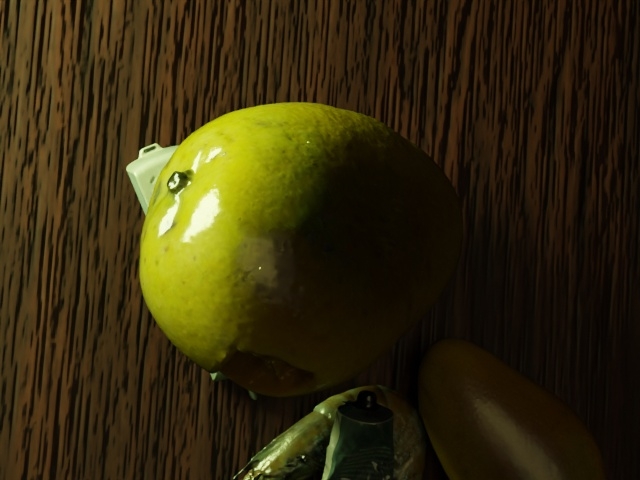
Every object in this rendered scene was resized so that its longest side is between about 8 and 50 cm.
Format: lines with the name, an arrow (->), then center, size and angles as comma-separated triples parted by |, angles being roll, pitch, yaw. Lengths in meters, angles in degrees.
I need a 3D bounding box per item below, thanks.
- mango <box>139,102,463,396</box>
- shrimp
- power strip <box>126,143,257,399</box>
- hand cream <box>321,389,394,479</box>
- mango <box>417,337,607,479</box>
mango -> 0.000, 0.000, 1.495 | 0.365, 0.182, 0.252 | -12, 84, -44
shrimp -> 0.012, 0.228, 1.574 | 0.217, 0.051, 0.150 | -29, 104, -22
power strip -> -0.106, 0.030, 1.550 | 0.060, 0.027, 0.252 | -24, 94, -24
hand cream -> 0.030, 0.256, 1.534 | 0.075, 0.052, 0.247 | 1, 99, -27
mango -> 0.183, 0.196, 1.613 | 0.138, 0.113, 0.253 | -37, 97, -14
